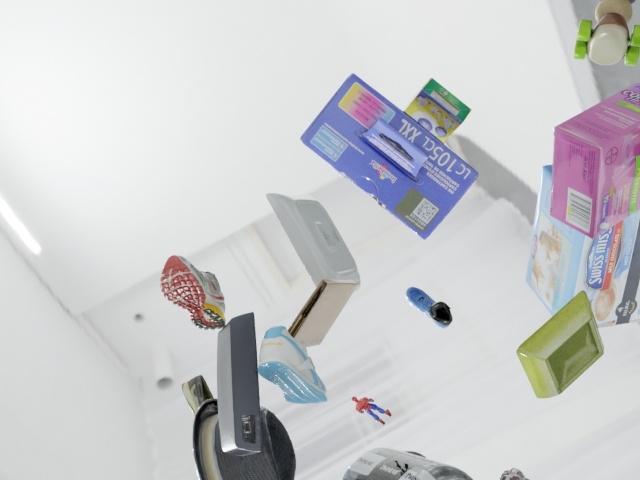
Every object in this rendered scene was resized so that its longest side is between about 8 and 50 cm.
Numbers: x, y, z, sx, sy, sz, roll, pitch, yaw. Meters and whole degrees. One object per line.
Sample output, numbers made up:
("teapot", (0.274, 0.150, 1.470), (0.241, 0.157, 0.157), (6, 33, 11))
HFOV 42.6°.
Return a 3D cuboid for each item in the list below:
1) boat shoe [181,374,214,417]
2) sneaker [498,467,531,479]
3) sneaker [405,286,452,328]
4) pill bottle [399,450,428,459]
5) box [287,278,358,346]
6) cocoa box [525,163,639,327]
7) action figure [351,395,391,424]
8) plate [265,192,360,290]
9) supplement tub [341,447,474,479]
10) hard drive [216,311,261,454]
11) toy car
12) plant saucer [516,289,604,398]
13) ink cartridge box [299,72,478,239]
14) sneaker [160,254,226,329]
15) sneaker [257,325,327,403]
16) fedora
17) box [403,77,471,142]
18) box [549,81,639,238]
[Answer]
("boat shoe", (-0.318, 0.489, 2.354), (0.224, 0.073, 0.080), (57, -167, 15))
("sneaker", (0.423, 0.535, 1.629), (0.162, 0.107, 0.281), (28, -172, 23))
("sneaker", (0.298, 0.176, 2.233), (0.152, 0.058, 0.084), (46, 164, 9))
("pill bottle", (0.233, 0.621, 2.168), (0.131, 0.130, 0.246), (61, 175, 13))
("box", (0.000, 0.151, 1.691), (0.021, 0.164, 0.201), (35, -171, 19))
("cocoa box", (0.649, 0.007, 1.936), (0.231, 0.227, 0.347), (-114, 19, -54))
("action figure", (0.097, 0.335, 1.641), (0.115, 0.038, 0.030), (38, -176, -44))
("plate", (0.000, 0.000, 1.941), (0.277, 0.045, 0.278), (60, -163, 8))
("supplement tub", (0.181, 0.506, 1.548), (0.194, 0.193, 0.316), (61, 156, -7))
("hard drive", (-0.156, 0.275, 1.556), (0.172, 0.054, 0.255), (136, 133, -66))
("toy car", (0.724, -0.548, 2.041), (0.149, 0.154, 0.189), (70, -147, -65))
("plant saucer", (0.497, 0.222, 1.652), (0.045, 0.188, 0.188), (40, 167, 49))
("ink cartridge box", (0.122, -0.147, 1.435), (0.270, 0.151, 0.395), (38, -170, 0))
("sneaker", (-0.262, 0.096, 1.698), (0.225, 0.088, 0.093), (65, -159, -51))
("sneaker", (-0.044, 0.244, 1.560), (0.229, 0.087, 0.092), (58, -152, -50))
("fedora", (-0.152, 0.495, 1.851), (0.334, 0.152, 0.334), (56, -164, -25))
("box", (0.216, -0.241, 1.649), (0.105, 0.043, 0.179), (38, 156, -1))
("box", (0.584, -0.160, 1.627), (0.117, 0.242, 0.214), (37, 147, 44))
